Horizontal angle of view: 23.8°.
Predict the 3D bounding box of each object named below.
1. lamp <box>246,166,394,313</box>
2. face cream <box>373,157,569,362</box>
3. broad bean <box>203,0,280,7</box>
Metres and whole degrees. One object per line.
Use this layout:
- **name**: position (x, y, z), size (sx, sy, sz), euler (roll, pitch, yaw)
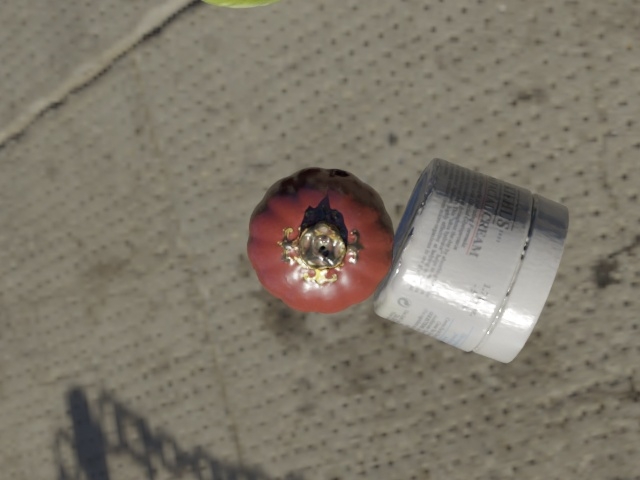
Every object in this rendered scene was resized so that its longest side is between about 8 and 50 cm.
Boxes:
- **lamp**: position (0.000, 0.000, 1.032), size (0.101, 0.090, 0.101), euler (0, 92, 1)
- **face cream**: position (0.150, 0.019, 1.554), size (0.153, 0.177, 0.177), euler (21, 114, -4)
- **broad bean**: position (-0.046, -0.304, 1.229), size (0.119, 0.291, 0.238), euler (24, 104, 32)
